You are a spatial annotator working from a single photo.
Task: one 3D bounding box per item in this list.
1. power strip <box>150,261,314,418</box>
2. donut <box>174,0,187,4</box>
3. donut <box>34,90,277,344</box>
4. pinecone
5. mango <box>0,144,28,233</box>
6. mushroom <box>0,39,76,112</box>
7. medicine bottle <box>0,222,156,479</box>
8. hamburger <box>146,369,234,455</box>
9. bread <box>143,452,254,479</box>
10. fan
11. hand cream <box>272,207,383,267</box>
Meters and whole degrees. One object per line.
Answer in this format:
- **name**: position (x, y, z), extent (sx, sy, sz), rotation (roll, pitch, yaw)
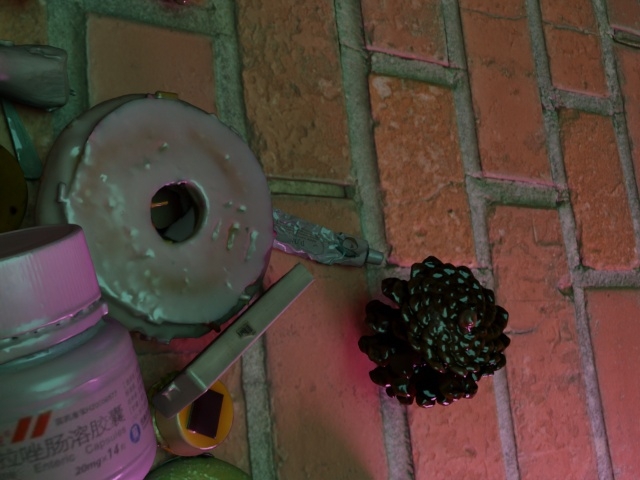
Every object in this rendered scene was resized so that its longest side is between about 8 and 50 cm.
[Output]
- **power strip**: position (-0.118, 0.138, 1.220), extent (0.043, 0.106, 0.367), rotation (49, 37, -2)
- **donut**: position (-0.349, -0.516, 1.260), extent (0.371, 0.150, 0.307), rotation (-12, 85, -36)
- **donut**: position (-0.244, -0.031, 1.212), extent (0.383, 0.142, 0.382), rotation (9, 74, -32)
- **pinecone**: position (0.181, 0.173, 1.396), extent (0.264, 0.264, 0.264), rotation (9, 73, -33)
- **mango**: position (-0.463, -0.052, 1.103), extent (0.115, 0.090, 0.178), rotation (25, 56, -17)
- **mushroom**: position (-0.441, -0.242, 1.110), extent (0.278, 0.096, 0.099), rotation (8, 79, -66)
- **medicine bottle**: position (-0.353, 0.160, 0.979), extent (0.256, 0.256, 0.324), rotation (-20, 107, -36)
- **hamburger**: position (-0.200, 0.258, 1.207), extent (0.141, 0.082, 0.126), rotation (13, 68, -46)
- **bread**: position (-0.178, 0.467, 1.193), extent (0.301, 0.045, 0.301), rotation (10, 71, -33)
- **fan**: position (-0.453, -0.180, 1.186), extent (0.038, 0.016, 0.193), rotation (-21, 91, -45)
- **hand cream**: position (-0.002, 0.001, 1.432), extent (0.257, 0.050, 0.084), rotation (15, 68, -24)
